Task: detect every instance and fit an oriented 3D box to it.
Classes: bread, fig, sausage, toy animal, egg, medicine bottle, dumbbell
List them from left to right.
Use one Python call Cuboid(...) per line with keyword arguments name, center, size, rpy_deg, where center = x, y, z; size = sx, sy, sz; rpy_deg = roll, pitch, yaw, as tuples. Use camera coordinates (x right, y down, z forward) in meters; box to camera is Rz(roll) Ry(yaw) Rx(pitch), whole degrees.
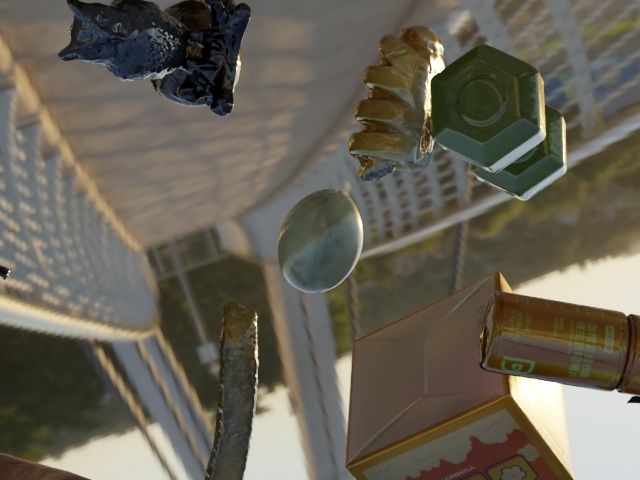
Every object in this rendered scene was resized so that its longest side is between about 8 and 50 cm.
Cuboid(name="sausage", center=(-0.353, 0.327, 1.616), size=(0.109, 0.109, 0.270), rpy_deg=(-17, -167, -42))
Cuboid(name="toy animal", center=(-0.176, -0.204, 1.271), size=(0.210, 0.121, 0.117), rpy_deg=(9, -170, -42))
Cuboid(name="fig", center=(-0.137, -0.220, 1.433), size=(0.109, 0.155, 0.103), rpy_deg=(2, 146, 9))
Cuboid(name="egg", center=(0.000, 0.000, 1.766), size=(0.114, 0.114, 0.152), rpy_deg=(-16, 131, -49))
Cuboid(name="bread", center=(0.083, -0.143, 1.388), size=(0.084, 0.177, 0.119), rpy_deg=(12, 179, 17))
Cuboid(name="dumbbell", center=(0.193, -0.118, 1.365), size=(0.108, 0.121, 0.302), rpy_deg=(-64, 162, 3))
Cuboid(name="medicine bottle", center=(0.284, 0.119, 1.493), size=(0.191, 0.096, 0.096), rpy_deg=(10, 176, 1))

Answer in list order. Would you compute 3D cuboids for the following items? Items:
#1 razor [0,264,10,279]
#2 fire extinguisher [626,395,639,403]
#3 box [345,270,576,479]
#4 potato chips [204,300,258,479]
Cuboid(name="razor", center=(-0.389, 0.013, 1.428), size=(0.082, 0.042, 0.253), rpy_deg=(19, 176, -7))
Cuboid(name="fire extinguisher", center=(0.443, 0.248, 1.560), size=(0.099, 0.231, 0.071), rpy_deg=(14, 118, -35))
Cuboid(name="box", center=(0.199, 0.243, 1.844), size=(0.259, 0.214, 0.283), rpy_deg=(-29, -154, 21))
Cuboid(name="potato chips", center=(-0.128, 0.272, 1.843), size=(0.057, 0.407, 0.080), rpy_deg=(0, -146, -13))
